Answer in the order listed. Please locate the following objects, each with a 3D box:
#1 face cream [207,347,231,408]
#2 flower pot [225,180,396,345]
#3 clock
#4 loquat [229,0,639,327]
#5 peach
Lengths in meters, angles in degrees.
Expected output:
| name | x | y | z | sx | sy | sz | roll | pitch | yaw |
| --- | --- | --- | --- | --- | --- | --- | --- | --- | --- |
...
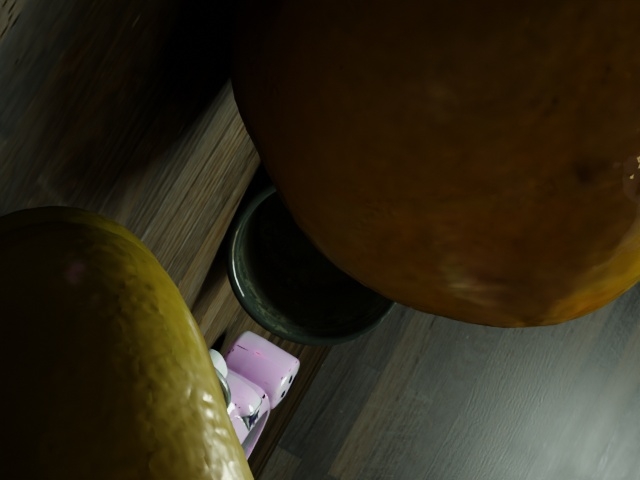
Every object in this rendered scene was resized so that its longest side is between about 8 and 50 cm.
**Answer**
| name | x | y | z | sx | sy | sz | roll | pitch | yaw |
| --- | --- | --- | --- | --- | --- | --- | --- | --- | --- |
| face cream | -0.139 | 0.170 | 1.101 | 0.229 | 0.075 | 0.075 | -53 | 170 | -48 |
| flower pot | 0.000 | 0.000 | 1.198 | 0.107 | 0.157 | 0.157 | -81 | -164 | -69 |
| clock | -0.128 | 0.225 | 1.380 | 0.227 | 0.090 | 0.248 | -65 | 171 | 29 |
| loquat | 0.105 | -0.112 | 0.789 | 0.328 | 0.328 | 0.328 | -60 | 173 | -11 |
| peach | -0.098 | 0.105 | 0.582 | 0.251 | 0.153 | 0.251 | 173 | -90 | -76 |
